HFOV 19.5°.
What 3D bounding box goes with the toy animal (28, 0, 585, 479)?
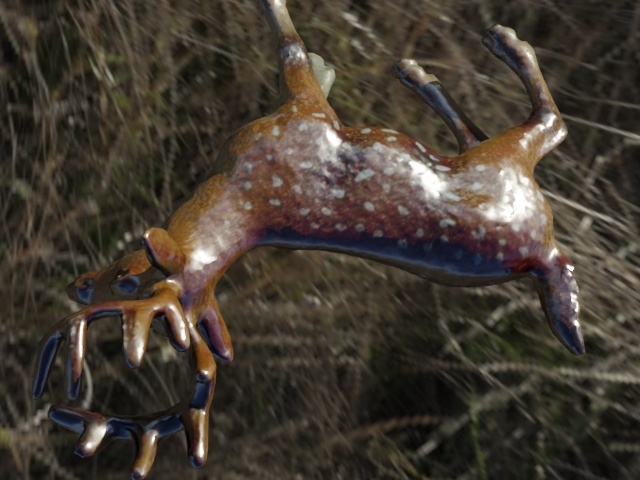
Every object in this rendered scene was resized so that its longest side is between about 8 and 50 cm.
[{"bbox_3d":[0.000,-0.013,0.840,0.243,0.260,0.087,3,140,-1],"label":"toy animal"}]
